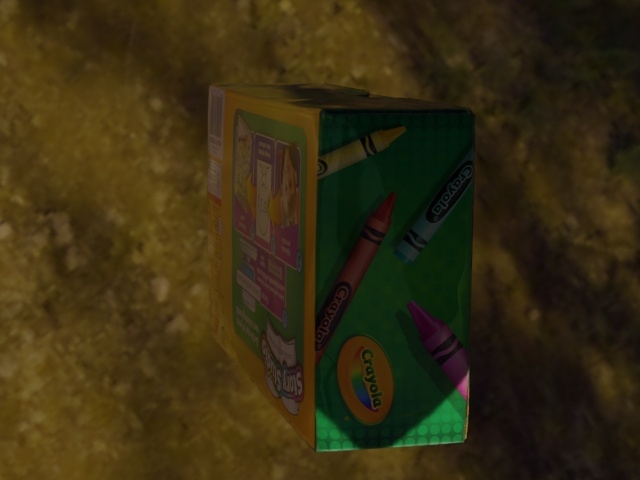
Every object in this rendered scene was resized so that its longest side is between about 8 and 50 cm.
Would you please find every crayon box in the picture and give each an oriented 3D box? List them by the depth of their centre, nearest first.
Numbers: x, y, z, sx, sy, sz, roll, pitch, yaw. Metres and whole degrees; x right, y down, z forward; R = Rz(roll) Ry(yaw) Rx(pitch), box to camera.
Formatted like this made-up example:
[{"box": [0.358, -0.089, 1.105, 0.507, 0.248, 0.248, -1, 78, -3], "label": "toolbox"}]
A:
[{"box": [0.000, 0.000, 0.815, 0.081, 0.165, 0.278, -2, 9, -15], "label": "crayon box"}]
